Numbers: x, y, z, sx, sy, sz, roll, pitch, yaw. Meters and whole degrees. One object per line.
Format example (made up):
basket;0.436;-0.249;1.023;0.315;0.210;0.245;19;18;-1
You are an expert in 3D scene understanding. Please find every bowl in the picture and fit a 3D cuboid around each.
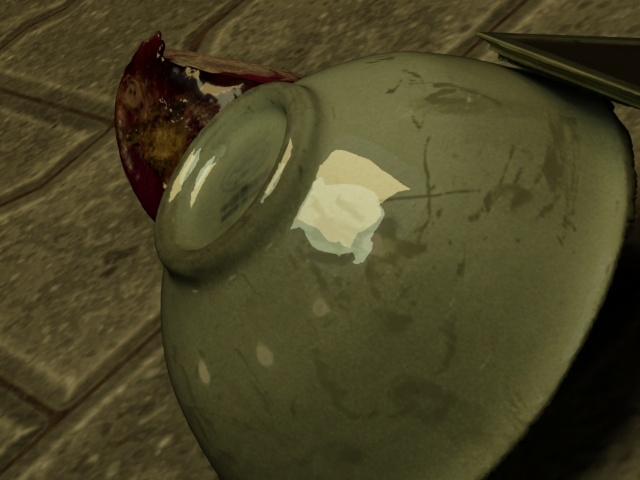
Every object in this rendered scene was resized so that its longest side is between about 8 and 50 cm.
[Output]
bowl;0.000;0.000;0.931;0.313;0.146;0.313;-38;32;29

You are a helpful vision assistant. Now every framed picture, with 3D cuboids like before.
framed picture;0.235;-0.082;0.909;0.252;0.014;0.197;-1;17;-25

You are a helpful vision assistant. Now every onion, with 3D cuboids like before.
onion;-0.047;-0.057;1.205;0.173;0.198;0.135;28;103;41
